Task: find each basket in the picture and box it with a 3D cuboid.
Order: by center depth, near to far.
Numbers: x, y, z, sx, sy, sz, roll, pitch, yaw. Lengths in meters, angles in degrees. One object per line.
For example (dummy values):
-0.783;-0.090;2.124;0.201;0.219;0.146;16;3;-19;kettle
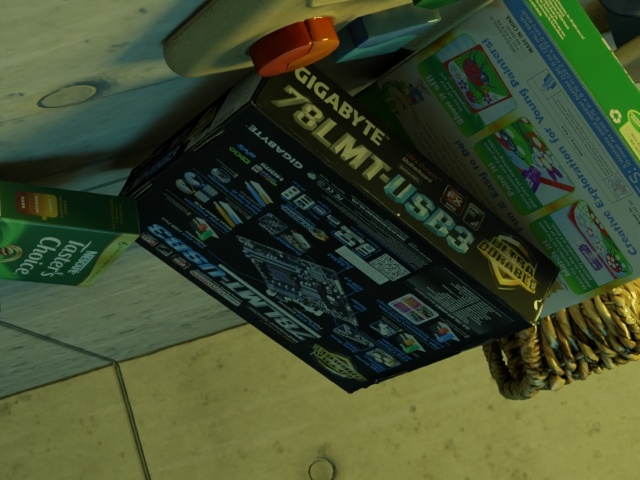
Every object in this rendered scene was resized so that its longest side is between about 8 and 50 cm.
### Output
0.187;-0.001;1.438;0.223;0.299;0.213;-21;174;27;basket

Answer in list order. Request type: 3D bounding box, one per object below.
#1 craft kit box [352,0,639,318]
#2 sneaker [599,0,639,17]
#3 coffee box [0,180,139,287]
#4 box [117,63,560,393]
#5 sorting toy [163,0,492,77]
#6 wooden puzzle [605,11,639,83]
0.166;-0.064;1.209;0.061;0.250;0.246;-38;-175;-38;craft kit box
0.232;-0.211;0.867;0.223;0.083;0.098;-44;173;32;sneaker
-0.256;-0.006;1.258;0.184;0.040;0.113;7;150;-33;coffee box
0.000;0.000;1.268;0.293;0.295;0.073;-29;-153;57;box
0.060;-0.176;0.989;0.229;0.041;0.307;-11;169;-35;sorting toy
0.412;-0.221;1.279;0.322;0.081;0.348;-11;174;-32;wooden puzzle
